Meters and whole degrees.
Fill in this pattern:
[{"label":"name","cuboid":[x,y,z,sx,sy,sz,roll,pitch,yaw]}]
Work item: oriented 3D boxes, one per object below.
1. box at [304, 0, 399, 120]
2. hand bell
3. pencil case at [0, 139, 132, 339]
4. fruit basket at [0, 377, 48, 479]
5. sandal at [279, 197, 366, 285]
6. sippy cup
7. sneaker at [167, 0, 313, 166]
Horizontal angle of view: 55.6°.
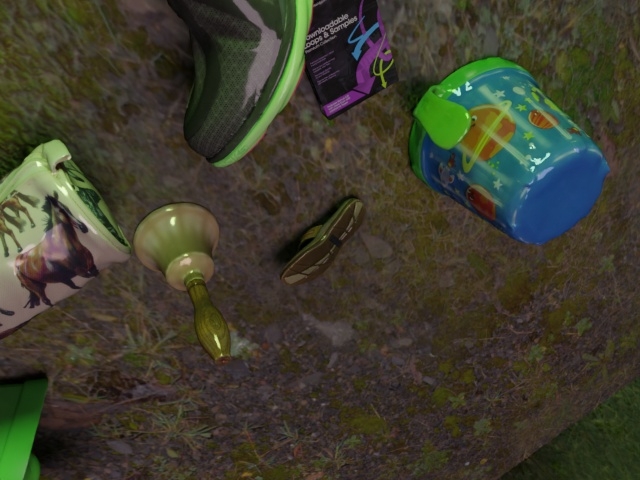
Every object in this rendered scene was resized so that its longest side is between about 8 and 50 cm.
[{"label":"box","cuboid":[0.030,-0.249,0.788,0.116,0.029,0.162,-31,134,-3]},{"label":"hand bell","cuboid":[-0.161,0.067,0.796,0.126,0.242,0.126,-15,132,-18]},{"label":"pencil case","cuboid":[-0.418,0.046,0.692,0.410,0.160,0.183,-32,150,-1]},{"label":"fruit basket","cuboid":[-0.450,0.425,0.902,0.392,0.283,0.392,-5,123,-8]},{"label":"sandal","cuboid":[0.000,0.000,0.974,0.180,0.049,0.072,-50,141,-5]},{"label":"sippy cup","cuboid":[0.287,-0.119,0.905,0.306,0.224,0.240,-16,133,-18]},{"label":"sneaker","cuboid":[-0.109,-0.307,0.580,0.202,0.185,0.482,-3,119,-18]}]
